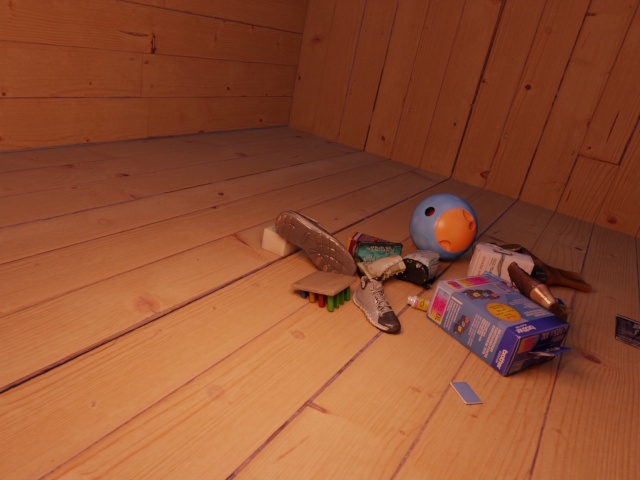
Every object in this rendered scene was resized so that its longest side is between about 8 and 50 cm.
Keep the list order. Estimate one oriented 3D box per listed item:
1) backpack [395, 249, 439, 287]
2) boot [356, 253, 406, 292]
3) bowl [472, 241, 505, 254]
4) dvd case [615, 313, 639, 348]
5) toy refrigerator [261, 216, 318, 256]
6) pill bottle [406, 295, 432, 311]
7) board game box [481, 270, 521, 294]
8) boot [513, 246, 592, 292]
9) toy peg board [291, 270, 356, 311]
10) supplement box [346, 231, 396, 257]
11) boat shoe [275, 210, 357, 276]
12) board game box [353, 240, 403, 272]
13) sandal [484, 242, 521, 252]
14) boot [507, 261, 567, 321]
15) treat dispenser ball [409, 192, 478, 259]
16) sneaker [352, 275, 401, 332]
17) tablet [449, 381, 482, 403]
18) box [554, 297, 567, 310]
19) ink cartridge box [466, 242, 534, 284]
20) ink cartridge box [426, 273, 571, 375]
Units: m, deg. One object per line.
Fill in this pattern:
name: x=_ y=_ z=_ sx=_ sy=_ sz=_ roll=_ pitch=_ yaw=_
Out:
backpack: x=0.389 y=0.103 z=1.919 sx=0.152 sy=0.115 sz=0.182 roll=24 pitch=22 yaw=32
boot: x=0.233 y=0.118 z=1.791 sx=0.165 sy=0.077 sz=0.213 roll=-16 pitch=24 yaw=-8
bowl: x=0.741 y=0.078 z=2.197 sx=0.170 sy=0.080 sz=0.170 roll=11 pitch=22 yaw=-4
dvd case: x=1.191 y=0.352 z=1.853 sx=0.164 sy=0.018 sz=0.221 roll=21 pitch=25 yaw=24
toy refrigerator: x=-0.117 y=-0.030 z=2.006 sx=0.102 sy=0.094 sz=0.269 roll=22 pitch=25 yaw=21
pill bottle: x=0.342 y=0.216 z=1.717 sx=0.083 sy=0.043 sz=0.043 roll=15 pitch=23 yaw=10
board game box: x=0.664 y=0.208 z=1.837 sx=0.211 sy=0.039 sz=0.160 roll=28 pitch=49 yaw=35
boot: x=1.028 y=0.122 z=2.217 sx=0.280 sy=0.096 sz=0.264 roll=8 pitch=22 yaw=-11
toy peg board: x=0.014 y=0.169 z=1.651 sx=0.161 sy=0.079 sz=0.161 roll=7 pitch=17 yaw=31
supplement box: x=0.207 y=0.037 z=2.024 sx=0.188 sy=0.080 sz=0.104 roll=17 pitch=23 yaw=14
boat shoe: x=0.000 y=0.000 z=1.849 sx=0.355 sy=0.132 sz=0.130 roll=40 pitch=26 yaw=4
board game box: x=0.216 y=0.066 z=1.904 sx=0.186 sy=0.126 sz=0.026 roll=3 pitch=24 yaw=-20
sandal: x=0.845 y=0.060 z=2.308 sx=0.088 sy=0.079 sz=0.240 roll=-16 pitch=10 yaw=-21
boot: x=0.747 y=0.197 z=1.723 sx=0.090 sy=0.248 sz=0.207 roll=-34 pitch=44 yaw=2
treat dispenser ball: x=0.528 y=-0.058 z=2.140 sx=0.288 sy=0.288 sz=0.288 roll=10 pitch=23 yaw=-4
sneaker: x=0.185 y=0.187 z=1.591 sx=0.086 sy=0.132 sz=0.229 roll=-4 pitch=27 yaw=-33
tablet: x=0.390 y=0.409 z=1.335 sx=0.054 sy=0.006 sz=0.083 roll=3 pitch=25 yaw=-20
box: x=0.839 y=0.242 z=1.890 sx=0.169 sy=0.054 sz=0.059 roll=10 pitch=23 yaw=-3
ink cartridge box: x=0.712 y=0.118 z=1.983 sx=0.218 sy=0.158 sz=0.092 roll=15 pitch=23 yaw=8
ink cartridge box: x=0.581 y=0.270 z=1.580 sx=0.270 sy=0.151 sz=0.395 roll=-5 pitch=29 yaw=-35
